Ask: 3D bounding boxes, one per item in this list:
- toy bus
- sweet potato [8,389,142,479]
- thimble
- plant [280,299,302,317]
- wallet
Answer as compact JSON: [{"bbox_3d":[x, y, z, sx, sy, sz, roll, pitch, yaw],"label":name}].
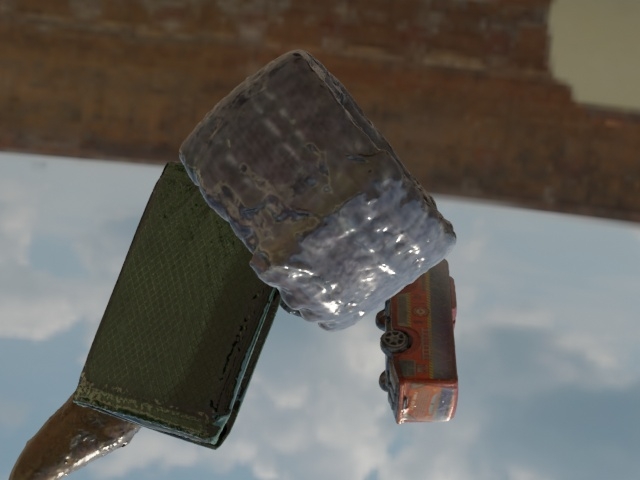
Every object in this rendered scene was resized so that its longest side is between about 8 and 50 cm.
[{"bbox_3d":[0.091,0.088,1.574,0.077,0.065,0.192,3,-140,-2],"label":"toy bus"},{"bbox_3d":[-0.240,0.185,1.973,0.114,0.092,0.341,-9,-147,44],"label":"sweet potato"},{"bbox_3d":[-0.001,-0.027,0.949,0.098,0.150,0.150,-38,-172,7],"label":"thimble"},{"bbox_3d":[0.000,0.000,1.895,0.141,0.164,0.256,16,-157,-8],"label":"plant"},{"bbox_3d":[-0.111,0.052,1.458,0.160,0.236,0.055,14,166,29],"label":"wallet"}]
